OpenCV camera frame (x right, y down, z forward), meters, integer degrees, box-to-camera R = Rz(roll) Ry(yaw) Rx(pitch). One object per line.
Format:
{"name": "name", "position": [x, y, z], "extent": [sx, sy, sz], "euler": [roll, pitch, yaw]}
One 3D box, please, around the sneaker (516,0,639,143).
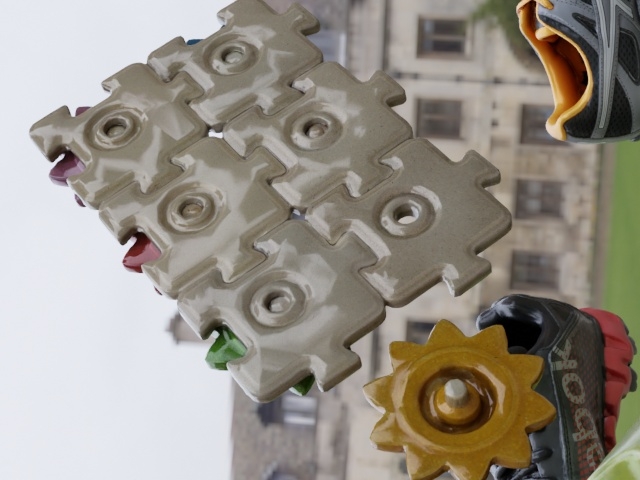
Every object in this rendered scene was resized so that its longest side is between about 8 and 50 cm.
{"name": "sneaker", "position": [0.158, -0.159, 0.825], "extent": [0.084, 0.083, 0.215], "euler": [154, 99, -75]}

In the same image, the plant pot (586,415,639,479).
{"name": "plant pot", "position": [0.280, 0.145, 0.751], "extent": [0.254, 0.276, 0.276], "euler": [-28, -51, -38]}

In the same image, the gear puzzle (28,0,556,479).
{"name": "gear puzzle", "position": [0.000, 0.000, 0.690], "extent": [0.175, 0.339, 0.044], "euler": [-34, -37, -15]}

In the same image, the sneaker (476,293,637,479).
{"name": "sneaker", "position": [0.155, 0.149, 0.937], "extent": [0.097, 0.135, 0.276], "euler": [-40, 33, 42]}
